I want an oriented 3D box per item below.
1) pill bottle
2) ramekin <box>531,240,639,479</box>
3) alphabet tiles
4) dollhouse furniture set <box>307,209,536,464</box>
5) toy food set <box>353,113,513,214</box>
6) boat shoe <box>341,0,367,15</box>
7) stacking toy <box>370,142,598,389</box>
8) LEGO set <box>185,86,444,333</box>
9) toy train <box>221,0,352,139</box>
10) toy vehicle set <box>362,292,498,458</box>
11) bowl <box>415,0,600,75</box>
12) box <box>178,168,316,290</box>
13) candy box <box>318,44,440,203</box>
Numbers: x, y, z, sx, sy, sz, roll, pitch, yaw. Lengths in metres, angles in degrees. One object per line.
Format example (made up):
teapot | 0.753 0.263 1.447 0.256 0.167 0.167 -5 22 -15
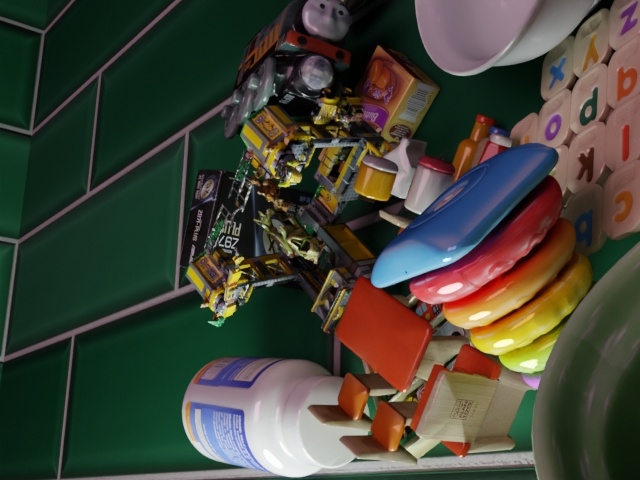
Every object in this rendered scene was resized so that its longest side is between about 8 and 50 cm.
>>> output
pill bottle | -0.060 0.234 1.217 0.272 0.152 0.152 -7 73 54
ramekin | 0.284 0.103 0.495 0.303 0.148 0.303 -35 23 18
alphabet tiles | 0.273 -0.110 0.907 0.284 0.021 0.278 -38 38 59
dollhouse furniture set | 0.096 0.121 0.979 0.259 0.135 0.262 33 107 54
toy food set | 0.141 -0.087 0.986 0.111 0.232 0.105 28 107 37
boat shoe | 0.104 -0.444 1.283 0.335 0.095 0.112 -60 34 31
stacking toy | 0.209 0.076 0.827 0.165 0.302 0.175 -41 4 -24
LEGO set | 0.000 0.000 1.116 0.192 0.255 0.331 47 120 32
toy train | -0.050 -0.244 1.337 0.334 0.142 0.190 161 123 -70
toy vehicle set | 0.151 0.121 1.054 0.267 0.035 0.166 -48 43 35
bowl | 0.229 -0.318 0.981 0.298 0.134 0.298 -175 90 -69
box | -0.100 -0.014 1.331 0.077 0.180 0.148 9 86 56
candy box | 0.076 -0.158 1.243 0.187 0.053 0.109 -62 37 23
